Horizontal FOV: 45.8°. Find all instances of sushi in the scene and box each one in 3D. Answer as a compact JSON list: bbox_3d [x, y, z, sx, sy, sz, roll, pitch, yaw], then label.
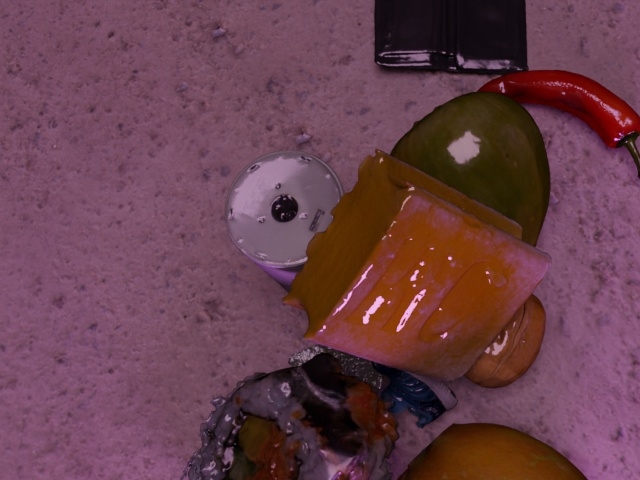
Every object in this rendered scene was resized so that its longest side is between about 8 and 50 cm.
[{"bbox_3d":[-0.058,0.401,1.292,0.418,0.176,0.417,-25,50,33],"label":"sushi"}]

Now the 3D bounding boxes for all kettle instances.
[{"bbox_3d":[-0.005,-0.014,1.378,0.265,0.318,0.205,-9,71,7],"label":"kettle"}]

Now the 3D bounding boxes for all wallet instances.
[{"bbox_3d":[0.275,-0.467,1.614,0.323,0.041,0.247,1,74,7],"label":"wallet"}]

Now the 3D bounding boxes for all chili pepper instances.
[{"bbox_3d":[0.496,-0.259,1.500,0.369,0.092,0.137,31,100,24],"label":"chili pepper"}]

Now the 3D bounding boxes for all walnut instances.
[{"bbox_3d":[0.313,0.165,1.355,0.165,0.165,0.197,20,86,15],"label":"walnut"}]

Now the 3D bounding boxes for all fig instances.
[{"bbox_3d":[0.286,-0.105,1.380,0.316,0.316,0.316,-3,73,9],"label":"fig"}]

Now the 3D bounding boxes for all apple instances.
[{"bbox_3d":[0.251,0.473,1.162,0.374,0.374,0.384,40,66,18],"label":"apple"}]

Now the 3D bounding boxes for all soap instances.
[{"bbox_3d":[0.150,0.056,1.195,0.293,0.335,0.156,-56,35,15],"label":"soap"}]

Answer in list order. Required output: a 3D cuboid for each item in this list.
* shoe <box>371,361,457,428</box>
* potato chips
[{"bbox_3d":[0.155,0.262,1.342,0.106,0.207,0.091,-45,33,0],"label":"shoe"},{"bbox_3d":[0.065,0.227,1.432,0.228,0.059,0.167,-38,61,-3],"label":"potato chips"}]
